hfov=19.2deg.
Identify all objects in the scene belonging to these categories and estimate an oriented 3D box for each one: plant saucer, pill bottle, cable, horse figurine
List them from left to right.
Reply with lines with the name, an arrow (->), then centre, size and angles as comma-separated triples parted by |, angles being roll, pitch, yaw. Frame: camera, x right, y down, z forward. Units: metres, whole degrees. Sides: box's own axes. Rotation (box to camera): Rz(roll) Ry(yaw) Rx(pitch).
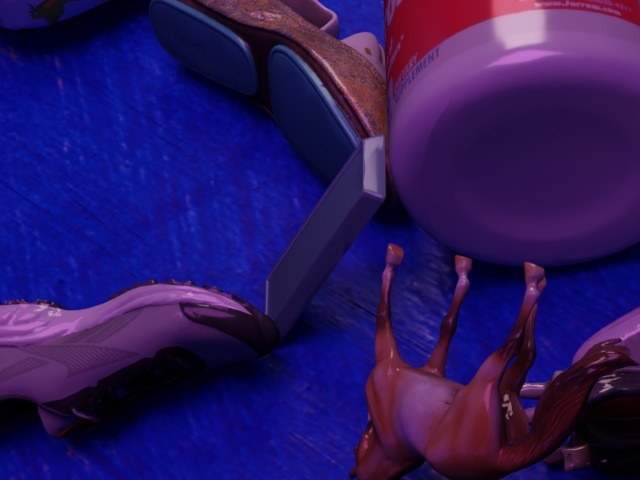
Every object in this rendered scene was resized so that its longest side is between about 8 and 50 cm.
plant saucer -> 0.000, 0.000, 1.428 | 0.018, 0.192, 0.067 | 17, 47, -17
horse figurine -> 0.093, 0.097, 1.246 | 0.263, 0.066, 0.174 | 8, 84, 59
pill bottle -> 0.162, -0.198, 1.480 | 0.229, 0.229, 0.407 | -12, 47, 13
cable -> 0.270, 0.096, 1.246 | 0.287, 0.139, 0.072 | -14, 56, 10

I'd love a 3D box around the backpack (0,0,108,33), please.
backpack -> -0.221, -0.357, 1.788 | 0.355, 0.273, 0.290 | -40, 53, 3

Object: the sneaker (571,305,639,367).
sneaker -> 0.267, 0.050, 1.341 | 0.212, 0.080, 0.094 | -23, 34, -7

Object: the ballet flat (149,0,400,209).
ballet flat -> -0.013, -0.148, 1.597 | 0.123, 0.123, 0.348 | -40, 48, -13

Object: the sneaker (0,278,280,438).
sneaker -> -0.157, 0.098, 1.461 | 0.271, 0.100, 0.108 | -10, 62, 19
